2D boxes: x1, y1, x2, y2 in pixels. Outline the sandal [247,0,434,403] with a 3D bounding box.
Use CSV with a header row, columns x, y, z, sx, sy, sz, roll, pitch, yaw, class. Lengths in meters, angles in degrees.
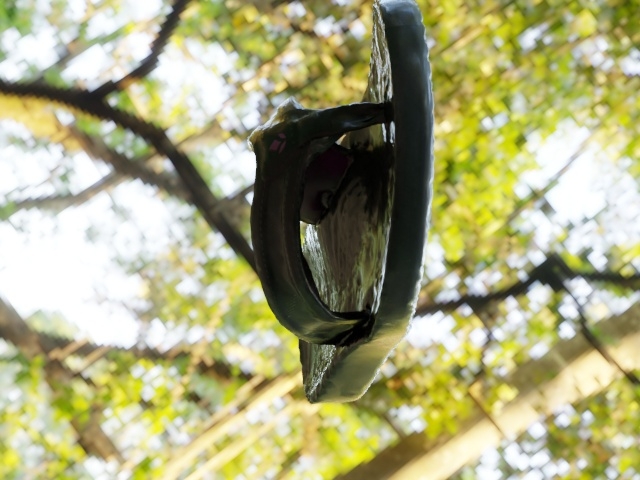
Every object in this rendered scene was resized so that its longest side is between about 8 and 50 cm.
x,y,z,sx,sy,sz,roll,pitch,yaw,class
0.000,0.003,1.074,0.446,0.107,0.168,105,-18,-62,sandal
